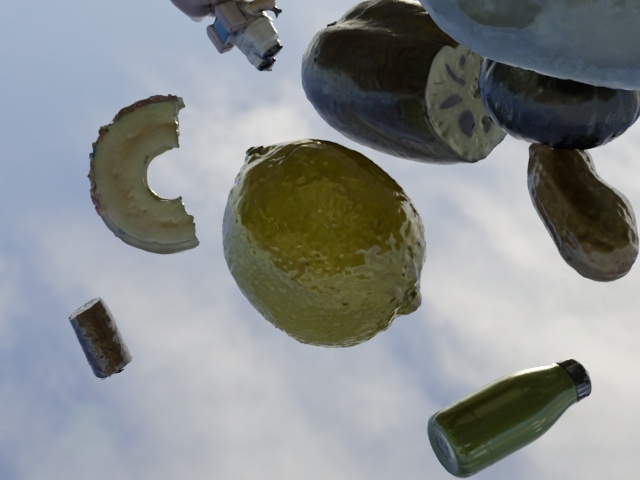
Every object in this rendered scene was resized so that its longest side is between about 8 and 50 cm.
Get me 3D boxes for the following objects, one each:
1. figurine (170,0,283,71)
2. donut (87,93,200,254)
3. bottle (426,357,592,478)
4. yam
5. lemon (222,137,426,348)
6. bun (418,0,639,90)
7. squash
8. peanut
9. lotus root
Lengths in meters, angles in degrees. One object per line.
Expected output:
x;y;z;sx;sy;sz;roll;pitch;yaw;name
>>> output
-0.128;-0.308;1.500;0.112;0.137;0.229;-33;-99;-22;figurine
-0.187;-0.066;1.257;0.108;0.165;0.065;-6;-174;-7;donut
0.295;0.262;1.844;0.260;0.112;0.112;-25;-146;-19;bottle
-0.385;0.171;2.103;0.084;0.127;0.084;-26;-171;5;yam
0.000;0.000;1.646;0.322;0.268;0.268;38;-130;15;lemon
0.249;-0.248;1.017;0.355;0.194;0.354;5;-156;-2;bun
0.283;-0.185;1.411;0.193;0.155;0.193;19;-148;-12;squash
0.318;-0.043;1.469;0.108;0.095;0.226;-3;-132;-25;peanut
0.121;-0.249;1.855;0.250;0.250;0.346;-32;-143;-30;lotus root
